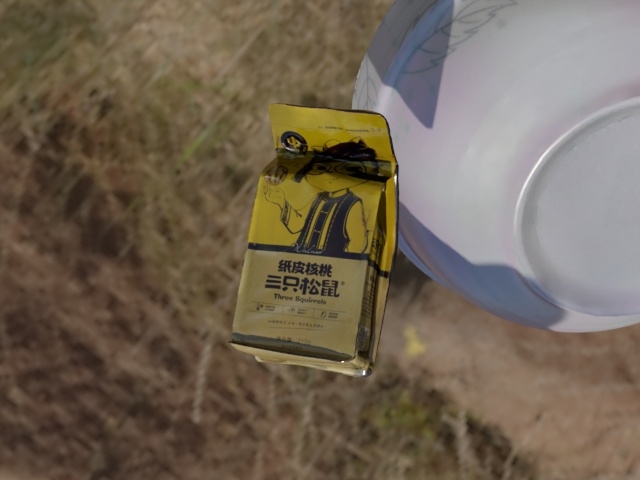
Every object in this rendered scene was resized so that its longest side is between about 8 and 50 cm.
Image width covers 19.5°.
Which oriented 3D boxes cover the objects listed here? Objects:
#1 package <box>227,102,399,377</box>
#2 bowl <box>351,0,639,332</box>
[{"bbox_3d":[0.000,0.000,0.945,0.071,0.131,0.047,4,170,23],"label":"package"},{"bbox_3d":[0.174,-0.056,1.150,0.287,0.144,0.287,-7,124,-10],"label":"bowl"}]
